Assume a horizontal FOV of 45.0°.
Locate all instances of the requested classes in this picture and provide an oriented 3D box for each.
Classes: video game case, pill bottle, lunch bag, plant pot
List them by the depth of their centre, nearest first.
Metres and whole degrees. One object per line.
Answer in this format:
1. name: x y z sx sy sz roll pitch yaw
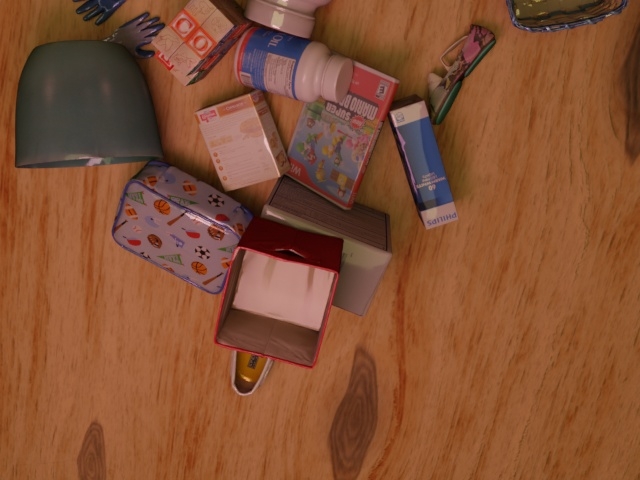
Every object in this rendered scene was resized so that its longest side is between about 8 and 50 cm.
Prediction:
1. pill bottle: -0.035 -0.574 1.488 0.188 0.188 0.333 19 108 -2
2. pill bottle: -0.052 -0.349 1.562 0.222 0.124 0.124 18 108 17
3. plant pot: -0.476 -0.274 1.570 0.293 0.293 0.235 -4 94 5
4. video game case: 0.035 -0.234 1.612 0.204 0.025 0.285 33 111 34
5. lunch bag: -0.304 -0.025 1.685 0.303 0.115 0.243 30 133 0

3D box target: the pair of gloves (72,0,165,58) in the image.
1. pair of gloves: -0.423 -0.470 1.632 0.159 0.023 0.198 -22 104 10

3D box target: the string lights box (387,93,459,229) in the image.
1. string lights box: 0.213 -0.167 1.625 0.077 0.133 0.259 -18 105 4

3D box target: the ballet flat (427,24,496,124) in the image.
1. ballet flat: 0.274 -0.348 1.606 0.079 0.077 0.221 36 102 12

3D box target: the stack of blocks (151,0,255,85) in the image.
1. stack of blocks: -0.232 -0.390 1.500 0.087 0.297 0.171 44 104 -10

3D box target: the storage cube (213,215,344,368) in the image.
1. storage cube: -0.071 0.088 1.389 0.184 0.193 0.215 14 109 0

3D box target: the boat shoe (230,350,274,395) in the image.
1. boat shoe: -0.138 0.191 1.747 0.136 0.156 0.367 18 108 -2

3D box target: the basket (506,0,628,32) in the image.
1. basket: 0.451 -0.493 1.429 0.255 0.289 0.201 -10 106 5

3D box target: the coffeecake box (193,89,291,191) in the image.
1. coffeecake box: -0.166 -0.214 1.654 0.142 0.068 0.185 -13 107 24

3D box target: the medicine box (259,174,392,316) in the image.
1. medicine box: 0.000 0.000 1.610 0.264 0.289 0.149 21 107 -3
